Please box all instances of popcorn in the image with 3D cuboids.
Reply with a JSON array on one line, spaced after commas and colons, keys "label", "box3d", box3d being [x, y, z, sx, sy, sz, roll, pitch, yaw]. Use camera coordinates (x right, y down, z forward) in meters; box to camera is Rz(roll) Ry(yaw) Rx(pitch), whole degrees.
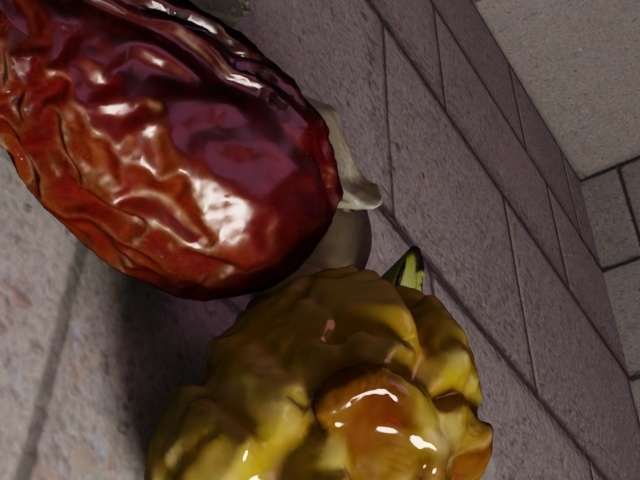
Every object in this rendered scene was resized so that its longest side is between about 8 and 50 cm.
[{"label": "popcorn", "box3d": [-0.003, 0.141, 0.710, 0.225, 0.264, 0.332, 31, 7, -10]}]

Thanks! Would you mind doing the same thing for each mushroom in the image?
[{"label": "mushroom", "box3d": [0.006, 0.005, 1.024, 0.108, 0.096, 0.247, 55, 27, -27]}]

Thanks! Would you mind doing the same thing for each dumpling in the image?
[{"label": "dumpling", "box3d": [-0.030, -0.095, 0.999, 0.166, 0.216, 0.126, -22, 119, -73]}]

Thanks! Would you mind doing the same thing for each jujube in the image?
[{"label": "jujube", "box3d": [-0.141, -0.098, 0.706, 0.342, 0.216, 0.216, 45, 31, -26]}]

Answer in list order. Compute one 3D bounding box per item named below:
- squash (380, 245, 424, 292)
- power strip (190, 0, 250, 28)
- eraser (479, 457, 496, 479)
[{"label": "squash", "box3d": [0.067, 0.135, 0.970, 0.204, 0.155, 0.237, 63, 22, -5]}, {"label": "power strip", "box3d": [-0.180, -0.232, 0.831, 0.272, 0.052, 0.078, -1, 67, -47]}, {"label": "eraser", "box3d": [0.153, 0.210, 1.203, 0.225, 0.052, 0.095, 68, 22, 2]}]
